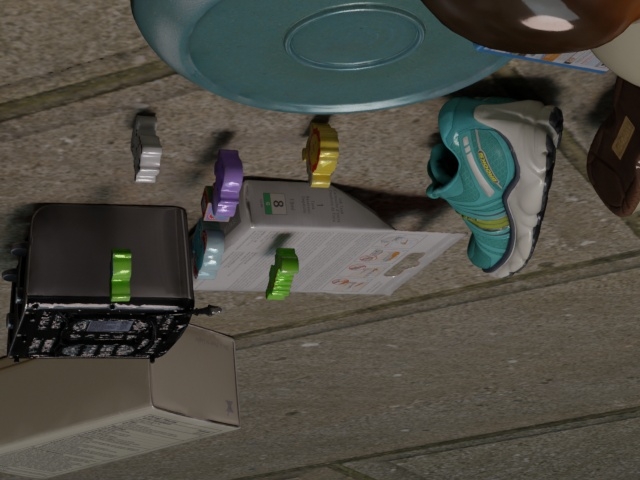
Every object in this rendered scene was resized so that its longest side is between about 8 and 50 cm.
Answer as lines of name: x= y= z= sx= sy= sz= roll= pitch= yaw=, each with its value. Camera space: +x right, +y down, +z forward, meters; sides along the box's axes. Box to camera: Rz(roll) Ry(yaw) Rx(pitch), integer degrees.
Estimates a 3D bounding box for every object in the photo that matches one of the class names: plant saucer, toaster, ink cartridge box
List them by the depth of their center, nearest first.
plant saucer: x=0.023 y=-0.160 z=1.321 sx=0.318 sy=0.043 sz=0.317 roll=-4 pitch=160 yaw=-1
toaster: x=-0.203 y=0.045 z=1.732 sx=0.186 sy=0.110 sz=0.168 roll=1 pitch=160 yaw=-15
ink cartridge box: x=0.000 y=0.000 z=1.752 sx=0.225 sy=0.056 sz=0.181 roll=0 pitch=160 yaw=-25

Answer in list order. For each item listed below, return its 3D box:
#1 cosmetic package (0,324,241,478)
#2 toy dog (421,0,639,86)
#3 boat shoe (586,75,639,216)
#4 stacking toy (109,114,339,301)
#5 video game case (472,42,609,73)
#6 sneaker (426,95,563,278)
cosmetic package: x=-0.261 y=0.184 z=2.103 sx=0.309 sy=0.113 sz=0.160 roll=-18 pitch=156 yaw=31
toy dog: x=0.188 y=-0.202 z=0.890 sx=0.395 sy=0.284 sz=0.408 roll=7 pitch=-179 yaw=34
boat shoe: x=0.292 y=-0.112 z=1.477 sx=0.095 sy=0.095 sz=0.257 roll=-24 pitch=165 yaw=-19
stacking toy: x=-0.087 y=-0.017 z=1.573 sx=0.167 sy=0.052 sz=0.221 roll=2 pitch=137 yaw=-16
video game case: x=0.199 y=-0.164 z=1.310 sx=0.119 sy=0.015 sz=0.166 roll=-37 pitch=156 yaw=34
sneaker: x=0.147 y=-0.055 z=1.600 sx=0.110 sy=0.107 sz=0.275 roll=13 pitch=157 yaw=8
